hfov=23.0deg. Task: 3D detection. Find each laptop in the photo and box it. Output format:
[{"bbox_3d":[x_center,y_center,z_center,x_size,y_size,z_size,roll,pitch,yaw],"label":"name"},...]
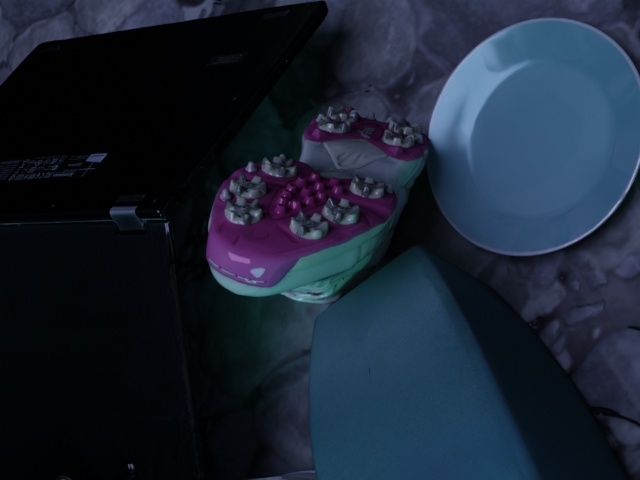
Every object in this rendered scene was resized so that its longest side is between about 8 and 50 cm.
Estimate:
[{"bbox_3d":[-0.180,0.024,1.364,0.382,0.236,0.408,0,44,41],"label":"laptop"}]

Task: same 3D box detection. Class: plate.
[{"bbox_3d":[0.166,-0.078,1.203,0.188,0.024,0.188,-8,75,32],"label":"plate"}]

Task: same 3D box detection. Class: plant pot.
[{"bbox_3d":[0.095,0.134,1.123,0.165,0.165,0.234,-37,49,23],"label":"plant pot"}]

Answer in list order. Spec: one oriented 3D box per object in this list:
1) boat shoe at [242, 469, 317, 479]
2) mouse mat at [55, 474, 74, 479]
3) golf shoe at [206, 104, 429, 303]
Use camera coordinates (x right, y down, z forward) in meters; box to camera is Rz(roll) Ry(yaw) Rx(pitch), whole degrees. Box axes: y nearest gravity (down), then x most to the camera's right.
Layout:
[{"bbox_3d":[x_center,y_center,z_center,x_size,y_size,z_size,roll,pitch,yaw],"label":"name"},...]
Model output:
[{"bbox_3d":[-0.094,0.249,1.266,0.267,0.088,0.096,-20,68,29],"label":"boat shoe"},{"bbox_3d":[-0.153,0.286,1.270,0.189,0.007,0.153,37,135,19],"label":"mouse mat"},{"bbox_3d":[0.000,0.000,1.151,0.115,0.306,0.140,19,114,16],"label":"golf shoe"}]
